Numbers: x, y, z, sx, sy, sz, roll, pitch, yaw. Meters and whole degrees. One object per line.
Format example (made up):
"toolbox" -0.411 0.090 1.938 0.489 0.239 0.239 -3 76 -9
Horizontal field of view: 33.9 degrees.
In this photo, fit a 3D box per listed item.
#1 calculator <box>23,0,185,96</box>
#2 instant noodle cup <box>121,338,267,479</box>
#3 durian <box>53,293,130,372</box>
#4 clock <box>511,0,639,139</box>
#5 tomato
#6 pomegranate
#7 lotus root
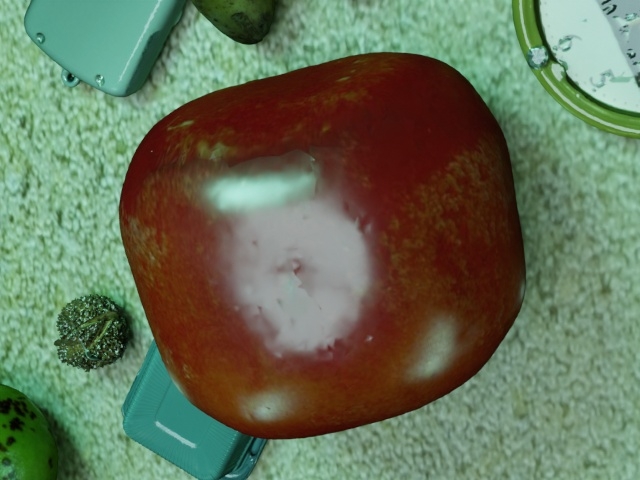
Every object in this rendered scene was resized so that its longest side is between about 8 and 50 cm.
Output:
"calculator" -0.192 -0.252 0.998 0.141 0.045 0.246 34 111 9
"instant noodle cup" -0.120 0.157 1.058 0.157 0.070 0.179 30 109 9
"durian" -0.241 0.095 1.082 0.091 0.080 0.080 -12 98 24
"clock" 0.273 -0.198 0.841 0.237 0.057 0.237 5 106 17
"tomato" 0.000 0.000 0.858 0.325 0.290 0.293 -6 97 14
"pomegranate" -0.394 0.238 1.085 0.211 0.263 0.211 -22 53 33
"lotus root" -0.089 -0.244 0.916 0.080 0.179 0.089 -35 50 1
